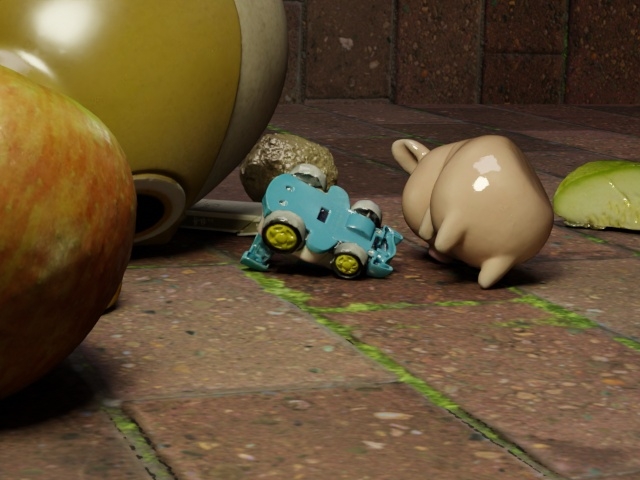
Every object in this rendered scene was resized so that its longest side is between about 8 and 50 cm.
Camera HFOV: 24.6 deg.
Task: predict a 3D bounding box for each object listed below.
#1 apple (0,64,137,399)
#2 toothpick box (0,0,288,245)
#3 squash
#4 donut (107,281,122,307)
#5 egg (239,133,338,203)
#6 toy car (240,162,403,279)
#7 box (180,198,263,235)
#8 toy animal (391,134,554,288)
[{"bbox_3d":[-0.283,-0.004,1.101,0.277,0.250,0.309,18,-10,-5],"label":"apple"},{"bbox_3d":[-0.270,-0.183,1.679,0.409,0.409,0.425,10,40,38],"label":"toothpick box"},{"bbox_3d":[0.445,-0.050,1.901,0.169,0.093,0.252,-1,10,-27],"label":"squash"},{"bbox_3d":[-0.260,0.036,1.408,0.151,0.058,0.152,1,10,0],"label":"donut"},{"bbox_3d":[-0.044,-0.090,1.983,0.140,0.116,0.118,-2,-17,-24],"label":"egg"},{"bbox_3d":[0.000,0.000,1.627,0.161,0.098,0.126,28,38,-6],"label":"toy car"},{"bbox_3d":[-0.133,-0.032,1.886,0.198,0.029,0.109,5,11,22],"label":"box"},{"bbox_3d":[0.173,-0.045,1.647,0.166,0.154,0.250,43,-1,-15],"label":"toy animal"}]
